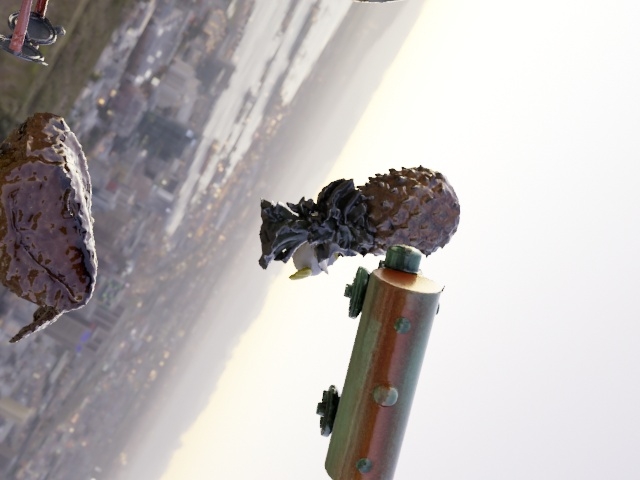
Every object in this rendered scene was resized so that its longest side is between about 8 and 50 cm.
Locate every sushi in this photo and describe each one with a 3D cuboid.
[{"bbox_3d":[-0.374,-0.018,1.217,0.167,0.296,0.179,-20,-164,-24],"label":"sushi"}]

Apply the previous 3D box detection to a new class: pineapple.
[{"bbox_3d":[0.051,-0.021,1.378,0.141,0.310,0.170,-119,-154,-42],"label":"pineapple"}]

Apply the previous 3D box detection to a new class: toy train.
[{"bbox_3d":[0.068,0.150,1.045,0.177,0.116,0.285,-94,-162,-79],"label":"toy train"}]

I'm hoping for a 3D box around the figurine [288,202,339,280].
[{"bbox_3d":[0.002,-0.006,1.690,0.178,0.109,0.129,-59,-173,32],"label":"figurine"}]

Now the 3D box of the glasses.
[{"bbox_3d":[-0.535,-0.489,1.754,0.234,0.118,0.268,-93,-153,-59],"label":"glasses"}]

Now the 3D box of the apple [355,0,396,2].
[{"bbox_3d":[0.112,-0.478,1.461,0.193,0.265,0.120,89,-9,-49],"label":"apple"}]
